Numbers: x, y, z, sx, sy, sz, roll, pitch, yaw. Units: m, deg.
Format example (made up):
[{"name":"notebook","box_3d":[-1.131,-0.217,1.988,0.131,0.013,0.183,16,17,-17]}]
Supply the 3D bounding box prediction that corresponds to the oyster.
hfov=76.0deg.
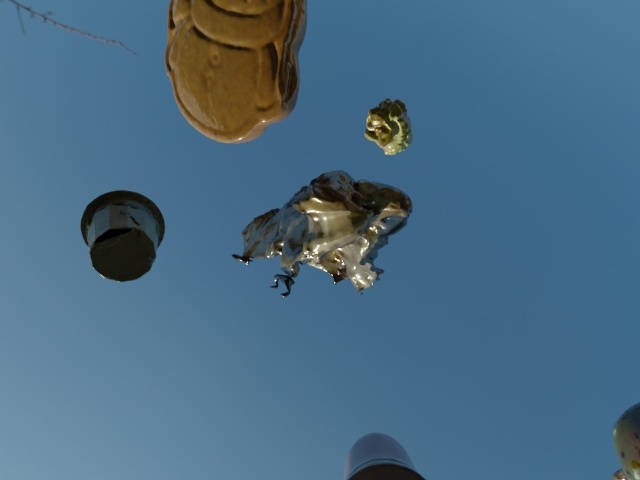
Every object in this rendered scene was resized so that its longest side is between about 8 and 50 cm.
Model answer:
[{"name":"oyster","box_3d":[-0.007,-0.003,0.486,0.198,0.337,0.132,6,-95,-5]}]

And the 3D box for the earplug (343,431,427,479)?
[{"name":"earplug","box_3d":[0.113,0.442,0.760,0.173,0.301,0.172,0,-97,4]}]

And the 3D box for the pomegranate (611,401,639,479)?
[{"name":"pomegranate","box_3d":[0.498,0.318,0.583,0.160,0.204,0.159,4,-141,-3]}]

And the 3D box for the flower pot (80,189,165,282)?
[{"name":"flower pot","box_3d":[-0.501,-0.007,1.046,0.213,0.203,0.212,-9,-68,-22]}]

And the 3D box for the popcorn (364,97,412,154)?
[{"name":"popcorn","box_3d":[0.185,-0.298,1.087,0.126,0.145,0.125,-23,-124,-9]}]

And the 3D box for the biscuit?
[{"name":"biscuit","box_3d":[-0.154,-0.342,0.678,0.312,0.057,0.350,19,-74,32]}]
